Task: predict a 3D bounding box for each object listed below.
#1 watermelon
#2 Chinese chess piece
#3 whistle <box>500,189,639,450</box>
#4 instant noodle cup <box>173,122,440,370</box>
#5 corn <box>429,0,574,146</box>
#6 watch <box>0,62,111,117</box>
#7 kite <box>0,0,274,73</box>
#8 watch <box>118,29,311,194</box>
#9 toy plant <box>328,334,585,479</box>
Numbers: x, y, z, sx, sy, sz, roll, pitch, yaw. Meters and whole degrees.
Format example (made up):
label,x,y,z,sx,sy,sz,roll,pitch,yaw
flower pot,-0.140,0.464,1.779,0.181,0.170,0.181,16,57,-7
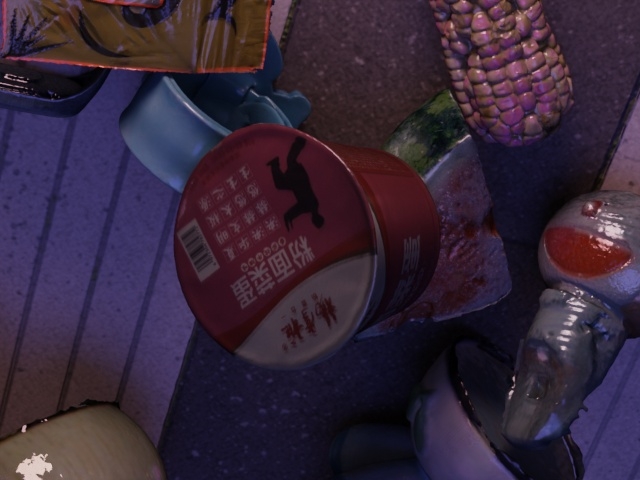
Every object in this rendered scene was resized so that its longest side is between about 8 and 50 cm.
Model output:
label,x,y,z,sx,sy,sz,roll,pitch,yaw
watermelon,0.135,-0.026,1.755,0.201,0.213,0.261,21,116,-16
Chinese chess piece,-0.345,0.321,1.859,0.349,0.349,0.146,-34,76,14
whistle,0.296,0.074,1.798,0.189,0.189,0.348,41,72,-24
instant noodle cup,0.000,0.000,1.587,0.235,0.178,0.234,4,97,33
corn,0.170,-0.250,1.686,0.127,0.126,0.335,-20,117,7
watch,-0.303,-0.227,1.692,0.206,0.068,0.193,12,119,-9
kite,-0.182,-0.280,1.539,0.327,0.013,0.377,-40,122,7
watch,-0.107,-0.119,1.695,0.211,0.193,0.211,-1,120,-1
toy plant,0.120,0.297,1.940,0.332,0.247,0.247,-40,115,22
